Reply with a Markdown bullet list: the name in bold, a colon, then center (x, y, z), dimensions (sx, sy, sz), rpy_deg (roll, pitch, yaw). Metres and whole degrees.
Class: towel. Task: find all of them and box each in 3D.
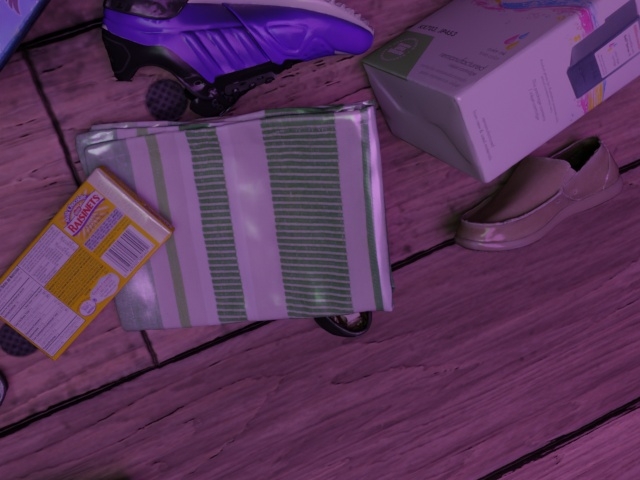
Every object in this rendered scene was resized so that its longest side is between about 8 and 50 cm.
- **towel**: center (-0.089, -0.019, 0.773), dimensions (0.325, 0.038, 0.247), rpy_deg (-5, 108, 9)

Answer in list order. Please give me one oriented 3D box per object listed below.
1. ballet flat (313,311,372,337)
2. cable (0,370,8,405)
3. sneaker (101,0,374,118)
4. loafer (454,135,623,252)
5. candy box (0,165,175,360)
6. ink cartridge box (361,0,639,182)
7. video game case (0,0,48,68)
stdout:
- **ballet flat**: center (0.000, 0.000, 0.850), dimensions (0.095, 0.096, 0.280), rpy_deg (-31, 112, -11)
- **cable**: center (-0.497, 0.199, 0.764), dimensions (0.287, 0.072, 0.139), rpy_deg (-32, 92, -23)
- **sneaker**: center (-0.090, -0.204, 0.768), dimensions (0.294, 0.102, 0.146), rpy_deg (4, 107, -16)
- **loafer**: center (0.285, -0.066, 0.939), dimensions (0.269, 0.102, 0.092), rpy_deg (-25, 110, -22)
- **candy box**: center (-0.265, 0.028, 0.766), dimensions (0.105, 0.027, 0.206), rpy_deg (43, 101, -8)
- **ink cartridge box**: center (0.252, -0.235, 0.809), dimensions (0.353, 0.207, 0.119), rpy_deg (-35, 124, -9)
- **video game case**: center (-0.264, -0.226, 0.613), dimensions (0.061, 0.244, 0.269), rpy_deg (35, 91, -27)
